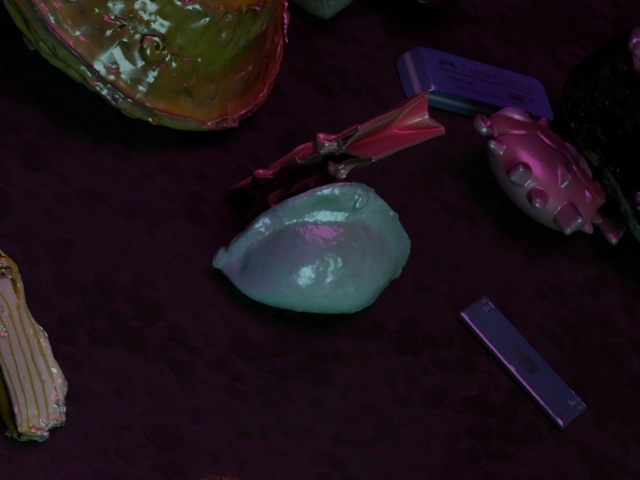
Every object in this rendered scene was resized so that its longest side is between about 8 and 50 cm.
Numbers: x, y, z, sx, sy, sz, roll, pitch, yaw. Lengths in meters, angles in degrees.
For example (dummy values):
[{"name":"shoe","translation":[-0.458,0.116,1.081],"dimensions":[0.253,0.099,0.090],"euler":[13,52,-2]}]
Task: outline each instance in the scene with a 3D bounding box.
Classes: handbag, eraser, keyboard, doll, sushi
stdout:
[{"name":"handbag","translation":[0.017,-0.091,1.559],"dimensions":[0.157,0.212,0.059],"euler":[-27,93,-45]},{"name":"eraser","translation":[0.209,-0.203,1.944],"dimensions":[0.225,0.036,0.082],"euler":[12,48,-28]},{"name":"keyboard","translation":[0.230,0.139,1.648],"dimensions":[0.176,0.014,0.055],"euler":[48,42,13]},{"name":"doll","translation":[0.291,-0.080,1.835],"dimensions":[0.262,0.093,0.211],"euler":[38,27,-14]},{"name":"sushi","translation":[0.450,-0.126,1.924],"dimensions":[0.211,0.171,0.350],"euler":[13,44,-37]}]

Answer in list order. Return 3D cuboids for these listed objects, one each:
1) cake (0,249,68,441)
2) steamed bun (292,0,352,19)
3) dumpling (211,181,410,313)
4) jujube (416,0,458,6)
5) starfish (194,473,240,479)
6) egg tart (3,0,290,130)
[{"name":"cake","translation":[-0.271,0.076,1.275],"dimensions":[0.079,0.116,0.185],"euler":[-11,54,-44]},{"name":"steamed bun","translation":[0.023,-0.421,1.867],"dimensions":[0.170,0.239,0.152],"euler":[36,38,10]},{"name":"dumpling","translation":[-0.005,0.002,1.518],"dimensions":[0.216,0.149,0.105],"euler":[4,11,-24]},{"name":"jujube","translation":[0.143,-0.447,1.990],"dimensions":[0.213,0.213,0.232],"euler":[-20,55,-45]},{"name":"starfish","translation":[-0.105,0.282,1.221],"dimensions":[0.190,0.074,0.146],"euler":[-22,65,-46]},{"name":"egg tart","translation":[-0.173,-0.333,1.609],"dimensions":[0.443,0.178,0.443],"euler":[26,52,-39]}]
